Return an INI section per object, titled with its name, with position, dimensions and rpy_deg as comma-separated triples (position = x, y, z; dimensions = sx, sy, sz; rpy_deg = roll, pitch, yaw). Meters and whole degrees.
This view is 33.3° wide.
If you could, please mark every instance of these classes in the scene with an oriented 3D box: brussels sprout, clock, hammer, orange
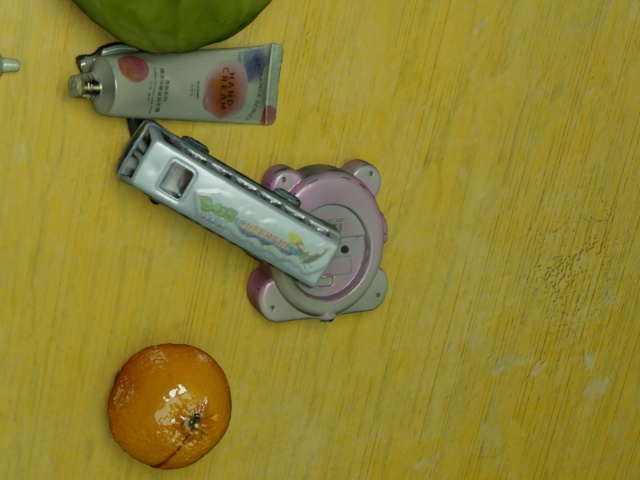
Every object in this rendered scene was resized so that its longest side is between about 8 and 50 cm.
[brussels sprout]
position = -0.191, -0.409, 1.367
dimensions = 0.344, 0.268, 0.344
rpy_deg = -22, 123, -39
[clock]
position = 0.000, 0.000, 1.674
dimensions = 0.227, 0.090, 0.248
rpy_deg = -6, 108, -22
[hammer]
position = -0.261, -0.166, 1.538
dimensions = 0.103, 0.029, 0.246
rpy_deg = -24, 117, -14
[orange]
position = -0.225, 0.253, 1.618
dimensions = 0.193, 0.161, 0.193
rpy_deg = -5, 108, -17

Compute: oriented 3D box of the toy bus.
[toy bus]
position = -0.129, -0.049, 1.513
dimensions = 0.329, 0.136, 0.109
rpy_deg = 30, 97, -13

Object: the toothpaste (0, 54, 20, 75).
[toothpaste]
position = -0.507, -0.232, 1.401
dimensions = 0.218, 0.041, 0.064
rpy_deg = -2, 96, -20

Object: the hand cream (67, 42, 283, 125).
[hand cream]
position = -0.193, -0.217, 1.504
dimensions = 0.340, 0.077, 0.124
rpy_deg = -7, 111, -37
